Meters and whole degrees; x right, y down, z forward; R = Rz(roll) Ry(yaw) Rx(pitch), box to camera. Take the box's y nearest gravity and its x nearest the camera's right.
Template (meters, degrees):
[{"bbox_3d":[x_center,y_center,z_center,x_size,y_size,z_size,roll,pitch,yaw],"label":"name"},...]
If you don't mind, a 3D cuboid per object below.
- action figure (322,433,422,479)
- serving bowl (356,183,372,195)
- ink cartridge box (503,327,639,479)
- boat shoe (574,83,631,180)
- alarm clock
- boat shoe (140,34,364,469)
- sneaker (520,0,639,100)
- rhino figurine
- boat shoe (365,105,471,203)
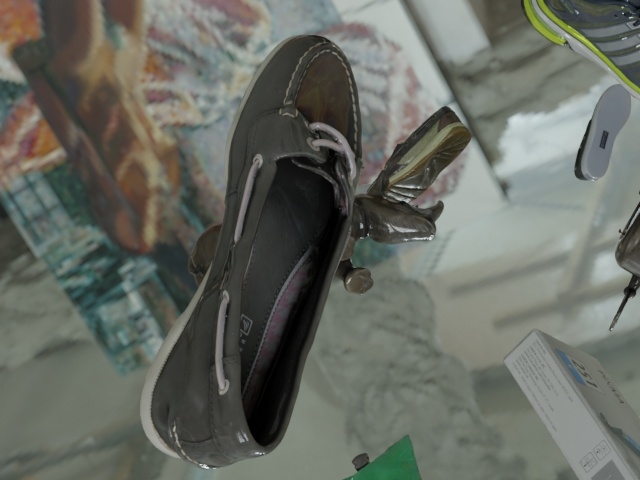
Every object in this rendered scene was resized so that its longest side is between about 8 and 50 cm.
[{"bbox_3d":[0.076,0.316,1.351,0.137,0.232,0.063,-30,-171,-13],"label":"action figure"},{"bbox_3d":[0.069,-0.046,1.959,0.083,0.083,0.027,-39,157,-28],"label":"serving bowl"},{"bbox_3d":[0.371,0.258,1.688,0.066,0.261,0.296,-47,-137,18],"label":"ink cartridge box"},{"bbox_3d":[0.374,-0.145,1.923,0.040,0.049,0.142,-14,-129,66],"label":"boat shoe"},{"bbox_3d":[0.287,-0.009,1.203,0.192,0.064,0.129,-63,172,5],"label":"alarm clock"},{"bbox_3d":[-0.022,0.002,1.005,0.095,0.112,0.335,-2,-118,46],"label":"boat shoe"},{"bbox_3d":[0.391,-0.258,1.754,0.111,0.300,0.121,-58,174,-25],"label":"sneaker"},{"bbox_3d":[0.000,0.000,1.219,0.243,0.073,0.106,-19,-146,-20],"label":"rhino figurine"},{"bbox_3d":[0.103,-0.088,1.577,0.152,0.056,0.049,-40,-125,29],"label":"boat shoe"}]
